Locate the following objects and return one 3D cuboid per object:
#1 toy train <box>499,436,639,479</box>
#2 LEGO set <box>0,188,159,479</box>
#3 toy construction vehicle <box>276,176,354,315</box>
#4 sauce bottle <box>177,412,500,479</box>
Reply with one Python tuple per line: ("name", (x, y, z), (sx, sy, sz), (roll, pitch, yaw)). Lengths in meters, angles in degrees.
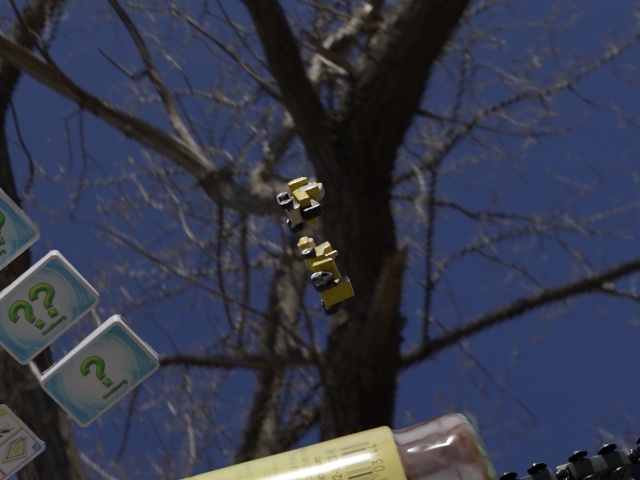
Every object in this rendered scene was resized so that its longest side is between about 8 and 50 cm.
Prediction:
("toy train", (0.174, 0.152, 0.958), (0.158, 0.027, 0.036), (-12, -36, -21))
("LEGO set", (-0.263, 0.104, 1.045), (0.244, 0.060, 0.182), (-38, -70, 6))
("toy construction vehicle", (0.000, 0.000, 1.071), (0.035, 0.098, 0.086), (-23, -76, 0))
("sauce bottle", (-0.091, 0.159, 0.595), (0.344, 0.111, 0.111), (-13, -64, -1))
